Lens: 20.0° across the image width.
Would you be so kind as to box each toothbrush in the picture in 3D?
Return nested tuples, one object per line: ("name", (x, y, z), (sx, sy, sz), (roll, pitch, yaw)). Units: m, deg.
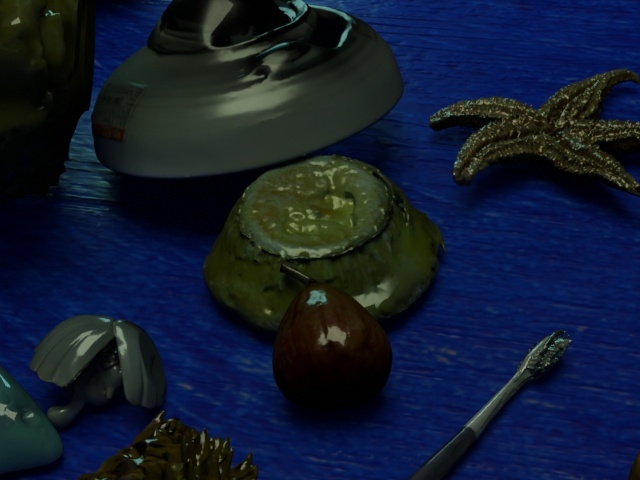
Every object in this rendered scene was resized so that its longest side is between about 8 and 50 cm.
("toothbrush", (0.093, 0.151, 1.287), (0.288, 0.026, 0.024), (-40, 92, -34))

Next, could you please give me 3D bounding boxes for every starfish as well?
("starfish", (0.208, -0.091, 1.557), (0.227, 0.043, 0.240), (26, 45, 30))

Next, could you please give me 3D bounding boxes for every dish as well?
("dish", (-0.073, -0.164, 1.550), (0.273, 0.134, 0.273), (-10, 23, 4))

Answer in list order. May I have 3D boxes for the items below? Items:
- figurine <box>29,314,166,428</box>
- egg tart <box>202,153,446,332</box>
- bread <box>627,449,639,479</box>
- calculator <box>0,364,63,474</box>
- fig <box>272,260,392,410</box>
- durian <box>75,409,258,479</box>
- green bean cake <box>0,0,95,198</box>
("figurine", (-0.168, 0.093, 1.361), (0.086, 0.082, 0.094), (-18, 27, 11))
("egg tart", (0.000, 0.000, 1.443), (0.197, 0.078, 0.197), (-4, 41, 4))
("bread", (0.252, 0.210, 1.096), (0.149, 0.158, 0.143), (3, 38, 4))
("calculator", (-0.394, 0.121, 1.361), (0.386, 0.054, 0.256), (23, 47, 35))
("fig", (0.004, 0.062, 1.344), (0.089, 0.089, 0.125), (-10, 61, -5))
("durian", (-0.157, 0.224, 1.157), (0.341, 0.112, 0.191), (-30, 43, -31))
("green bean cake", (-0.278, -0.150, 1.489), (0.202, 0.310, 0.285), (-6, 50, -10))
